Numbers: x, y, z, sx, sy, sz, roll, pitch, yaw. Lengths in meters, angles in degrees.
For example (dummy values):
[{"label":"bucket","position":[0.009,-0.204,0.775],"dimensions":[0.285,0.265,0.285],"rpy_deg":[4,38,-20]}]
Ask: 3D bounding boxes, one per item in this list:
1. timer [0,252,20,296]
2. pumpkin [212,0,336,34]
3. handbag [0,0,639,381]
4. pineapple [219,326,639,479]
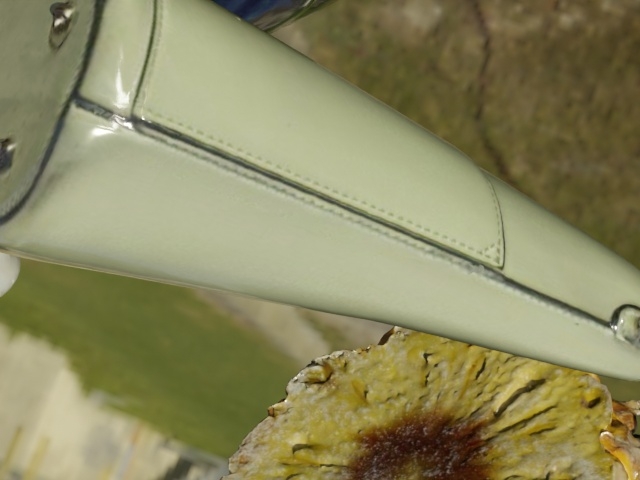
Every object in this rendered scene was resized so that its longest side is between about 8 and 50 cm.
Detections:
[{"label":"timer","position":[-0.339,0.045,1.410],"dimensions":[0.291,0.315,0.291],"rpy_deg":[39,-158,-19]},{"label":"pumpkin","position":[-0.069,-0.258,1.036],"dimensions":[0.241,0.323,0.323],"rpy_deg":[33,177,37]},{"label":"handbag","position":[0.000,0.000,0.743],"dimensions":[0.315,0.109,0.241],"rpy_deg":[26,176,-29]},{"label":"pineapple","position":[0.045,0.102,0.798],"dimensions":[0.221,0.221,0.047],"rpy_deg":[12,142,37]}]
